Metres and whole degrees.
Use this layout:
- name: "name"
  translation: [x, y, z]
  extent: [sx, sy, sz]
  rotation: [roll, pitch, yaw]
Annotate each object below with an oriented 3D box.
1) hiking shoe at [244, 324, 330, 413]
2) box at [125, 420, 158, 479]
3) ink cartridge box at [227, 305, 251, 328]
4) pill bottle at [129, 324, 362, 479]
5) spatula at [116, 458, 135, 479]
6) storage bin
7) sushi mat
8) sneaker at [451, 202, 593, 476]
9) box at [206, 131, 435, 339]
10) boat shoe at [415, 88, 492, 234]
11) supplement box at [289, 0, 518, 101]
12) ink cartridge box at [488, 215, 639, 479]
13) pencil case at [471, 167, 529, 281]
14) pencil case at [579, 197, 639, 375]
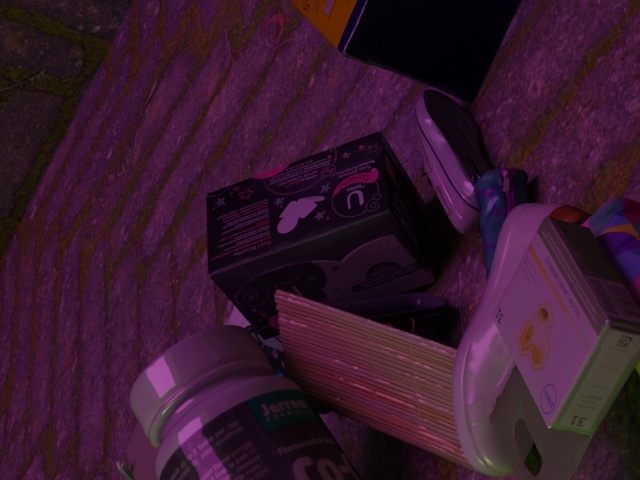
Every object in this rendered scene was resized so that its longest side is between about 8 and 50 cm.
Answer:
- name: "hiking shoe"
  translation: [0.017, 0.162, 1.879]
  extent: [0.304, 0.113, 0.132]
  rotation: [-5, 100, 58]
- name: "box"
  translation: [-0.180, 0.352, 2.098]
  extent: [0.121, 0.148, 0.311]
  rotation: [-66, 25, 13]
- name: "ink cartridge box"
  translation: [-0.089, 0.179, 2.157]
  extent: [0.179, 0.045, 0.145]
  rotation: [41, 118, 45]
- name: "pill bottle"
  translation: [-0.065, 0.288, 1.638]
  extent: [0.361, 0.204, 0.204]
  rotation: [54, 130, 26]
- name: "spatula"
  translation: [-0.275, 0.449, 2.200]
  extent: [0.019, 0.242, 0.168]
  rotation: [-10, 51, 16]
- name: "storage bin"
  translation: [0.082, 0.121, 1.690]
  extent: [0.098, 0.135, 0.091]
  rotation: [-156, 60, -66]
- name: "sushi mat"
  translation: [0.064, 0.156, 1.612]
  extent: [0.317, 0.019, 0.151]
  rotation: [16, 121, 44]
- name: "sneaker"
  translation: [0.215, 0.100, 1.436]
  extent: [0.123, 0.106, 0.290]
  rotation: [1, 78, 61]
- name: "box"
  translation: [0.000, 0.000, 1.786]
  extent: [0.247, 0.163, 0.142]
  rotation: [-19, 47, 17]
- name: "boat shoe"
  translation: [0.152, -0.098, 1.741]
  extent: [0.075, 0.083, 0.226]
  rotation: [-57, 28, 29]
- name: "supplement box"
  translation: [0.099, -0.351, 1.898]
  extent: [0.195, 0.194, 0.356]
  rotation: [-65, 24, 16]
- name: "ink cartridge box"
  translation: [0.203, 0.121, 1.293]
  extent: [0.171, 0.056, 0.235]
  rotation: [-109, 38, -55]
- name: "pencil case"
  translation: [0.209, -0.012, 1.580]
  extent: [0.070, 0.065, 0.151]
  rotation: [89, 178, -52]
- name: "pencil case"
  translation: [0.301, 0.057, 1.284]
  extent: [0.104, 0.104, 0.236]
  rotation: [-62, 24, 24]
